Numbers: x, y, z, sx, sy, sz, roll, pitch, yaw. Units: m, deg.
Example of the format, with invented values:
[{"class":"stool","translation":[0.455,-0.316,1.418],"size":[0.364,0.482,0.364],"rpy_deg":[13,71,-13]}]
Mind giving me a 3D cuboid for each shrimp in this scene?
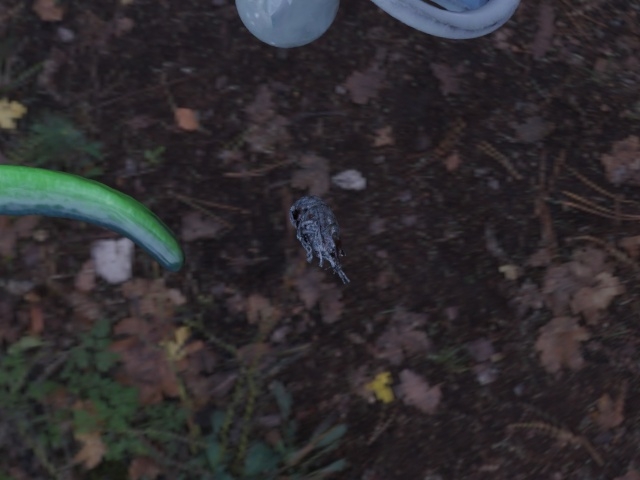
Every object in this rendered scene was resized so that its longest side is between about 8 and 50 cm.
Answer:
[{"class":"shrimp","translation":[0.000,0.000,1.990],"size":[0.065,0.056,0.165],"rpy_deg":[-44,43,27]}]

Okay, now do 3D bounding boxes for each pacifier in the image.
[{"class":"pacifier","translation":[0.022,-0.217,1.114],"size":[0.226,0.287,0.238],"rpy_deg":[-40,62,43]}]

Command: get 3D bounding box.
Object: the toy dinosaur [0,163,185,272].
[{"class":"toy dinosaur","translation":[-0.351,0.102,0.744],"size":[0.500,0.144,0.374],"rpy_deg":[15,91,0]}]
